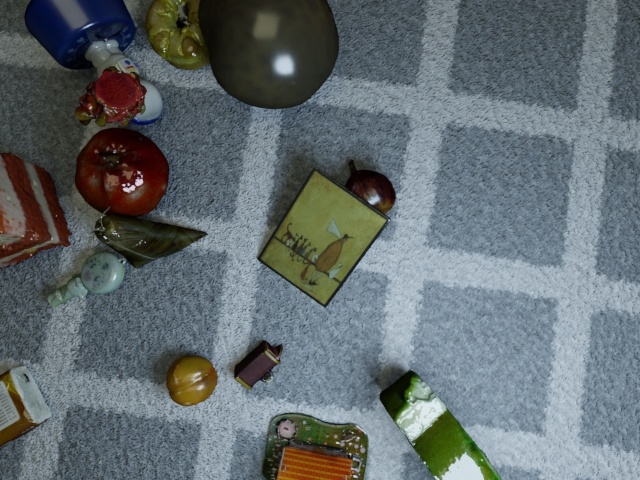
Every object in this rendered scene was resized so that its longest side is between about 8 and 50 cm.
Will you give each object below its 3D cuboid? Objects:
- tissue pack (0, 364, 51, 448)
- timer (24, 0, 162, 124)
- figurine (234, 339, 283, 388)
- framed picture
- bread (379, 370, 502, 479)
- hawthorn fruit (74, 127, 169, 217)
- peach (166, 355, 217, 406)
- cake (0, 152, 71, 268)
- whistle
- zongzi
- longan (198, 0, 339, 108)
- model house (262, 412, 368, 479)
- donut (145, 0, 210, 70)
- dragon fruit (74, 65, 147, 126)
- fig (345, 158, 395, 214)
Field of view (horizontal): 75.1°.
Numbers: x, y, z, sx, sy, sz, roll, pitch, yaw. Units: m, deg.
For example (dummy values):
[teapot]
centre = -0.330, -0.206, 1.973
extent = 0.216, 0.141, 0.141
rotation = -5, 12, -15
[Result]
[tissue pack]
centre = -0.914, 0.490, 1.179
extent = 0.226, 0.092, 0.183
rotation = -31, 86, -3
[timer]
centre = -0.607, -0.508, 1.206
extent = 0.270, 0.270, 0.383
rotation = -32, 100, -2
[figurine]
centre = -0.164, 0.361, 1.200
extent = 0.154, 0.082, 0.098
rotation = -39, 100, -4
[framed picture]
centre = 0.000, 0.000, 1.186
extent = 0.255, 0.014, 0.338
rotation = 36, 111, 2
[bread]
centre = 0.304, 0.497, 1.035
extent = 0.129, 0.366, 0.382
rotation = -38, 111, -2
[hawthorn fruit]
centre = -0.552, -0.190, 1.131
extent = 0.254, 0.300, 0.254
rotation = 0, 84, -3
[peach]
centre = -0.358, 0.389, 1.168
extent = 0.138, 0.138, 0.138
rotation = 0, 85, 0
[cake]
centre = -0.900, -0.069, 1.111
extent = 0.270, 0.319, 0.270
rotation = -22, 85, -3
[whistle]
centre = -0.680, 0.118, 1.225
extent = 0.258, 0.067, 0.126
rotation = -29, 73, 2
[zongzi]
centre = -0.464, -0.028, 1.150
extent = 0.241, 0.247, 0.111
rotation = -20, 69, -4
[longan]
centre = -0.139, -0.560, 1.141
extent = 0.405, 0.336, 0.404
rotation = 0, 85, -3
[model house]
centre = -0.012, 0.612, 1.136
extent = 0.294, 0.154, 0.206
rotation = 10, 87, 2
[donut]
centre = -0.404, -0.651, 1.255
extent = 0.209, 0.128, 0.261
rotation = 22, 86, 3
[dragon fruit]
centre = -0.562, -0.365, 1.103
extent = 0.208, 0.150, 0.133
rotation = -26, 81, 12
[fig]
centre = 0.136, -0.143, 1.198
extent = 0.149, 0.148, 0.202
rotation = -9, 99, 33
